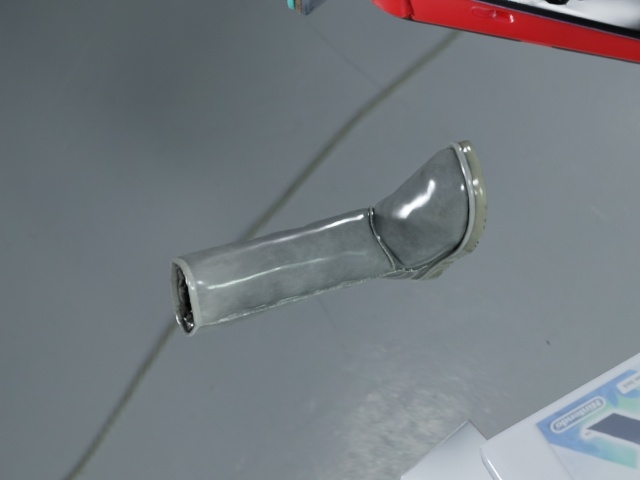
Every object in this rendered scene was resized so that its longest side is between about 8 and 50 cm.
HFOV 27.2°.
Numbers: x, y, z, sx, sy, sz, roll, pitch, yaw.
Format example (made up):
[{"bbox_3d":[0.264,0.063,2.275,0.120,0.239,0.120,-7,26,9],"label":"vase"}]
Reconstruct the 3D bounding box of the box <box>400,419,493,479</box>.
[{"bbox_3d":[0.153,0.272,1.346,0.091,0.170,0.130,-39,76,-11],"label":"box"}]

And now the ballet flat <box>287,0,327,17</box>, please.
[{"bbox_3d":[0.027,-0.215,0.797,0.074,0.074,0.203,0,55,14],"label":"ballet flat"}]

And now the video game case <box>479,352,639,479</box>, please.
[{"bbox_3d":[0.317,0.171,0.877,0.329,0.036,0.300,-29,48,-4],"label":"video game case"}]

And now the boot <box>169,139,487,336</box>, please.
[{"bbox_3d":[0.001,0.002,0.947,0.208,0.190,0.076,-6,62,-16],"label":"boot"}]

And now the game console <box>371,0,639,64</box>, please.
[{"bbox_3d":[0.249,-0.297,1.250,0.342,0.060,0.386,13,43,20],"label":"game console"}]
